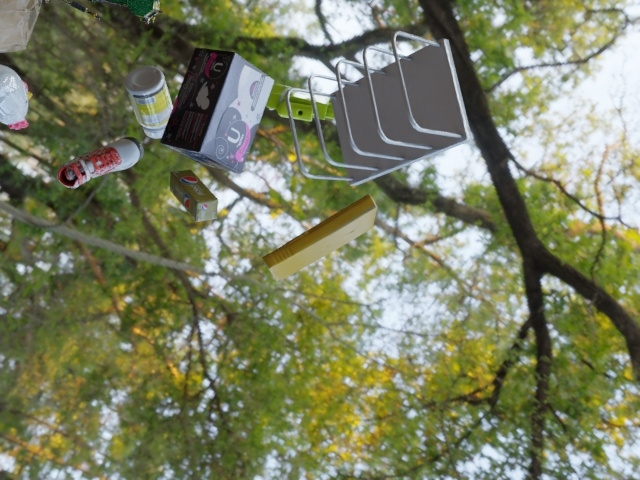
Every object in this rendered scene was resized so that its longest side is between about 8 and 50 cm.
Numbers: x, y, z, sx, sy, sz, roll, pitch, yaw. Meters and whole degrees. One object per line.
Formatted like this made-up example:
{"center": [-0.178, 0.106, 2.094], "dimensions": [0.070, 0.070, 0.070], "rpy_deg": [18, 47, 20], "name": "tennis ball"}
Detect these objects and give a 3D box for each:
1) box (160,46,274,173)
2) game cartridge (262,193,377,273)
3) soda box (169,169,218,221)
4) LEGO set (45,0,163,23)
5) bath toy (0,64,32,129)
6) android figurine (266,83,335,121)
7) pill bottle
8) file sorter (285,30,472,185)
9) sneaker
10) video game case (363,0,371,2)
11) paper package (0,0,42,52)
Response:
{"center": [-0.239, -0.305, 1.897], "dimensions": [0.142, 0.163, 0.247], "rpy_deg": [18, -94, 37], "name": "box"}
{"center": [0.000, 0.000, 2.171], "dimensions": [0.324, 0.052, 0.285], "rpy_deg": [-29, 171, -4], "name": "game cartridge"}
{"center": [-0.327, -0.118, 2.068], "dimensions": [0.181, 0.061, 0.058], "rpy_deg": [44, -45, 45], "name": "soda box"}
{"center": [-0.490, -0.638, 1.864], "dimensions": [0.192, 0.331, 0.255], "rpy_deg": [-86, 180, -79], "name": "LEGO set"}
{"center": [-0.661, -0.271, 1.588], "dimensions": [0.348, 0.129, 0.151], "rpy_deg": [3, -134, 52], "name": "bath toy"}
{"center": [-0.064, -0.373, 2.164], "dimensions": [0.248, 0.273, 0.056], "rpy_deg": [-84, -176, -71], "name": "android figurine"}
{"center": [-0.513, -0.417, 2.437], "dimensions": [0.119, 0.208, 0.119], "rpy_deg": [-2, -126, 2], "name": "pill bottle"}
{"center": [0.093, -0.234, 1.454], "dimensions": [0.278, 0.173, 0.193], "rpy_deg": [-19, -102, 41], "name": "file sorter"}
{"center": [-0.657, -0.223, 2.372], "dimensions": [0.270, 0.090, 0.145], "rpy_deg": [-10, -158, 31], "name": "sneaker"}
{"center": [0.027, -0.646, 1.891], "dimensions": [0.285, 0.204, 0.025], "rpy_deg": [-85, -163, -58], "name": "video game case"}
{"center": [-0.891, -0.575, 1.873], "dimensions": [0.168, 0.325, 0.309], "rpy_deg": [-64, 167, 25], "name": "paper package"}
